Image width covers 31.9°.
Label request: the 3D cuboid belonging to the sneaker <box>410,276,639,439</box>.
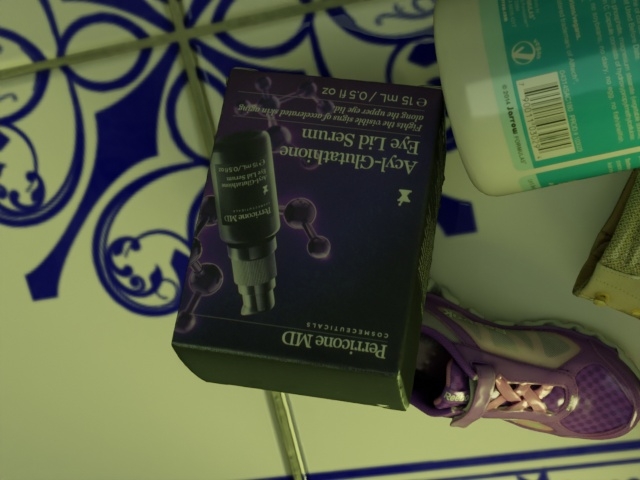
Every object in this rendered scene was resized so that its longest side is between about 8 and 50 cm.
[{"bbox_3d":[0.125,0.102,0.835,0.236,0.104,0.095,19,110,4],"label":"sneaker"}]

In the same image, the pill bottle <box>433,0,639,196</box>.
[{"bbox_3d":[0.214,-0.122,0.715,0.264,0.146,0.146,-11,106,15],"label":"pill bottle"}]

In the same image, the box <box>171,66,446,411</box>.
[{"bbox_3d":[0.000,0.000,0.772,0.153,0.108,0.207,6,71,10],"label":"box"}]

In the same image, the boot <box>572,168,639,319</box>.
[{"bbox_3d":[0.275,0.076,0.797,0.203,0.095,0.262,17,110,5],"label":"boot"}]
